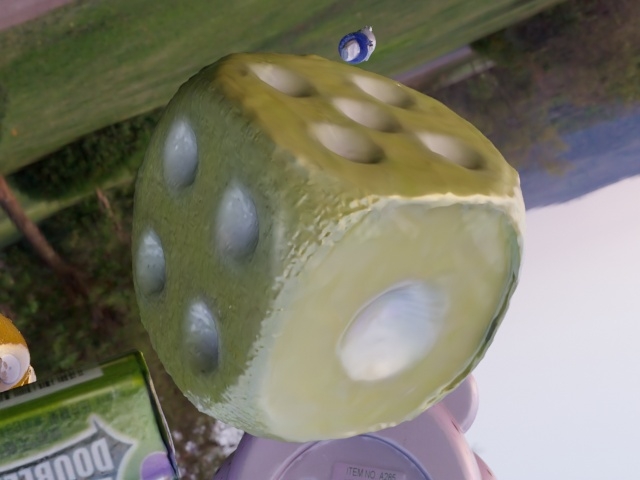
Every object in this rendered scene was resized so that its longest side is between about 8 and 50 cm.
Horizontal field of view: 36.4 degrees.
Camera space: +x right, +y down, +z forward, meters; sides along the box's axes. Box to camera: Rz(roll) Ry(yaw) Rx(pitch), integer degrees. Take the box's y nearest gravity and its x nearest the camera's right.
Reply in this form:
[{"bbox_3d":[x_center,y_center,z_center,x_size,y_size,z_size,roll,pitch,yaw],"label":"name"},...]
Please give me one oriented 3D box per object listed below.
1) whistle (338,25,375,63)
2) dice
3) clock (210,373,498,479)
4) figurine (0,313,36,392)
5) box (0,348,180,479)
[{"bbox_3d":[0.034,-0.177,0.899,0.029,0.033,0.083,7,-159,18],"label":"whistle"},{"bbox_3d":[0.000,0.000,0.562,0.169,0.169,0.166,1,123,-36],"label":"dice"},{"bbox_3d":[0.033,0.273,0.949,0.295,0.322,0.113,0,175,4],"label":"clock"},{"bbox_3d":[-0.423,0.170,1.033,0.228,0.215,0.215,-41,-179,-3],"label":"figurine"},{"bbox_3d":[-0.297,0.204,0.821,0.345,0.134,0.097,-16,180,-18],"label":"box"}]
